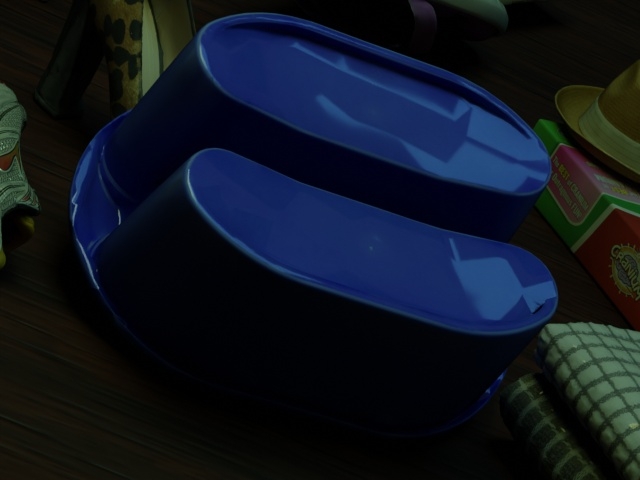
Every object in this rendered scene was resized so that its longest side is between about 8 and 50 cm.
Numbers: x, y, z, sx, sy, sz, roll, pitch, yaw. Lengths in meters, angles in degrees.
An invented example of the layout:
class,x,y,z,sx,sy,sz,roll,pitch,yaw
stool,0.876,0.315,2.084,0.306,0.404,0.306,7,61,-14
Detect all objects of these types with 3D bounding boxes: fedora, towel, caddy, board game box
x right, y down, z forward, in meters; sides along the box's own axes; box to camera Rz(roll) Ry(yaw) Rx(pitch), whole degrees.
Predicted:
class,x,y,z,sx,sy,sz,roll,pitch,yaw
fedora,0.309,-0.114,1.799,0.194,0.079,0.194,22,27,-12
towel,0.290,0.175,1.366,0.283,0.121,0.235,11,27,-33
caddy,0.000,0.000,1.343,0.341,0.179,0.241,18,51,-19
board game box,0.343,0.022,1.751,0.242,0.064,0.316,8,32,-35

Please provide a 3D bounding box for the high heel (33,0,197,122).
class,x,y,z,sx,sy,sz,roll,pitch,yaw
high heel,-0.090,-0.117,1.445,0.261,0.186,0.093,38,28,20

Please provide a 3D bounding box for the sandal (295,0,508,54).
class,x,y,z,sx,sy,sz,roll,pitch,yaw
sandal,0.043,-0.229,1.878,0.169,0.102,0.416,20,3,29

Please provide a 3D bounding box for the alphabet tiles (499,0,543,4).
class,x,y,z,sx,sy,sz,roll,pitch,yaw
alphabet tiles,0.132,-0.331,2.209,0.285,0.011,0.342,33,25,26

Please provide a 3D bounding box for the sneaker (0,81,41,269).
class,x,y,z,sx,sy,sz,roll,pitch,yaw
sneaker,-0.232,-0.032,1.297,0.093,0.088,0.225,43,23,-15
